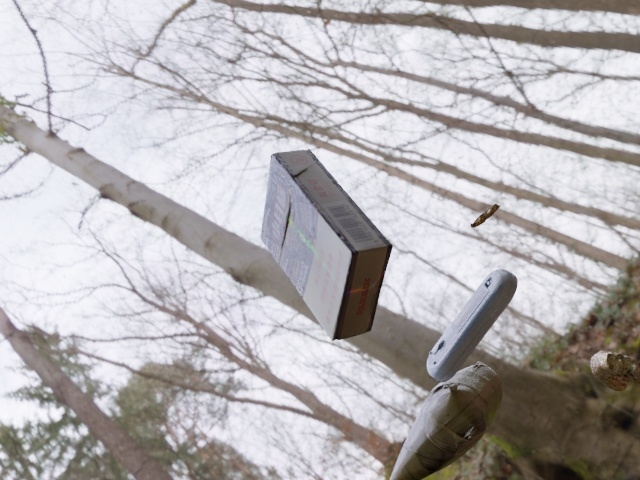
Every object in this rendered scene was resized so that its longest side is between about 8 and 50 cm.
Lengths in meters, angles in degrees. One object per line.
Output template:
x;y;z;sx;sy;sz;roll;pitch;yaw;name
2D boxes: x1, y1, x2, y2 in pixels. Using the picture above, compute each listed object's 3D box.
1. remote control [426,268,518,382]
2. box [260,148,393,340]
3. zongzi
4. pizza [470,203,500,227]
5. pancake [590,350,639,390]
0.273;0.155;1.414;0.047;0.087;0.244;31;-77;-14;remote control
0.000;0.000;1.367;0.084;0.310;0.198;-11;-48;-27;box
0.275;0.424;1.746;0.300;0.145;0.274;-54;-16;21;zongzi
0.365;-0.054;1.710;0.083;0.016;0.037;-37;-24;-6;pizza
0.723;0.325;1.739;0.057;0.244;0.266;-60;-16;-6;pancake
